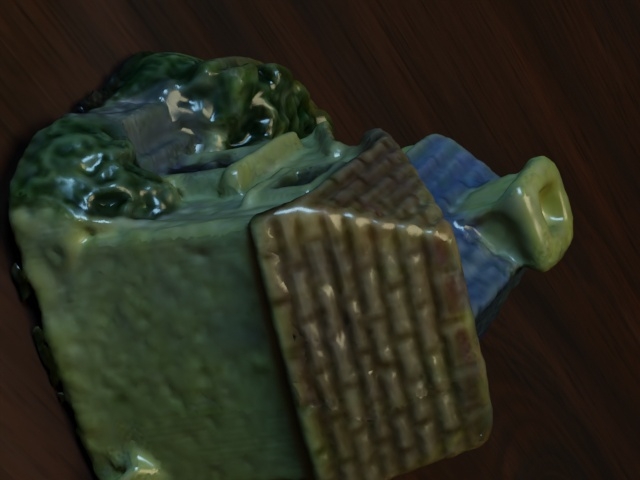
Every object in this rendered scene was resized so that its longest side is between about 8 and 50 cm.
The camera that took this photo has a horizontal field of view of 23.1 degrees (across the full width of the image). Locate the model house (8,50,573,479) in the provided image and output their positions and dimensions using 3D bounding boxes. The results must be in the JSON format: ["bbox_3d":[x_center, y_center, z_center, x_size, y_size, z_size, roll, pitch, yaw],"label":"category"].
[{"bbox_3d":[0.000,0.000,1.007,0.321,0.266,0.261,-40,120,-52],"label":"model house"}]
